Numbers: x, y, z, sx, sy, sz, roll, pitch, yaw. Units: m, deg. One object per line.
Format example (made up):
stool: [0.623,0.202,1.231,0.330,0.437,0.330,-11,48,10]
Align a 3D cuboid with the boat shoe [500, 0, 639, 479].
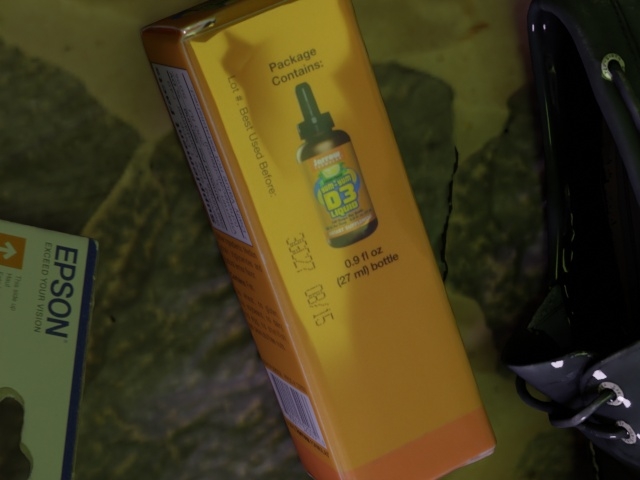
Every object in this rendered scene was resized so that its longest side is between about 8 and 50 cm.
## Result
boat shoe: [0.140,0.037,0.728,0.113,0.127,0.340,-1,98,-19]

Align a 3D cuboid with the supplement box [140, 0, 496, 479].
supplement box: [0.000,0.000,0.696,0.078,0.080,0.233,-24,109,-16]

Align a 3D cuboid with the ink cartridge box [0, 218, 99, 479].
ink cartridge box: [-0.204,0.074,0.585,0.224,0.045,0.223,16,57,-22]
